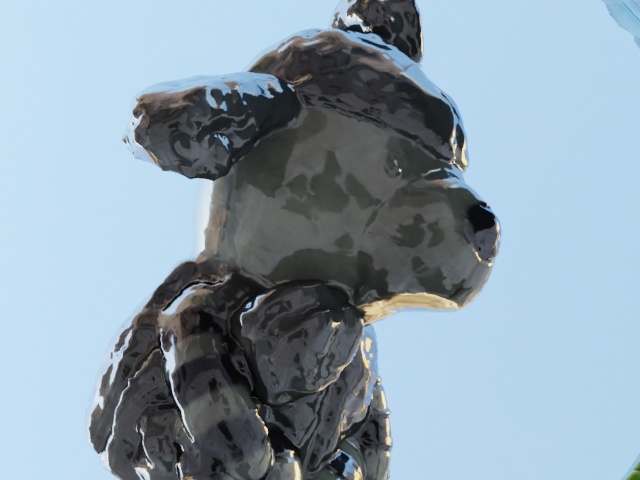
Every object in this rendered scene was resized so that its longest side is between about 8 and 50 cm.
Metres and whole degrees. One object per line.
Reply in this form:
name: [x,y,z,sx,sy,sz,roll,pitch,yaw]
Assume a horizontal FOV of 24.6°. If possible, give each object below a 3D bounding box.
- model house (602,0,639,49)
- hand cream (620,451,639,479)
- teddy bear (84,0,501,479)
model house: [0.266,-0.144,0.565,0.261,0.226,0.241,-50,-132,5]
hand cream: [0.107,0.132,0.574,0.036,0.023,0.122,39,-111,-3]
teddy bear: [-0.012,0.012,0.604,0.144,0.171,0.251,24,-77,37]
